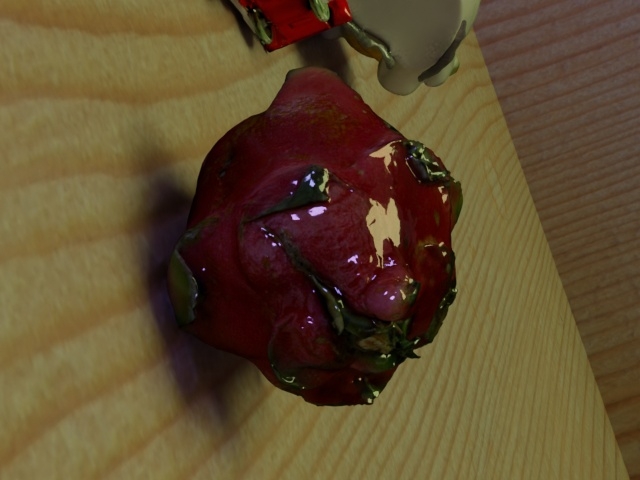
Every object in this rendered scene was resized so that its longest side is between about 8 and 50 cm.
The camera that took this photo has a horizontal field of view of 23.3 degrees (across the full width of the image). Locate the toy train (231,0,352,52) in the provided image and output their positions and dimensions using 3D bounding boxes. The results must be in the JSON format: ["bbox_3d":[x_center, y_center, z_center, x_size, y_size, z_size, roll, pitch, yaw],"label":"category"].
[{"bbox_3d":[-0.051,-0.244,1.242,0.204,0.082,0.131,45,27,-62],"label":"toy train"}]

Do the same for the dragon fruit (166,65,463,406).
[{"bbox_3d":[0.008,0.020,0.962,0.269,0.198,0.200,75,-8,-63],"label":"dragon fruit"}]

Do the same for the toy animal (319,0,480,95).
[{"bbox_3d":[0.071,-0.286,1.522,0.310,0.182,0.247,-76,178,-61],"label":"toy animal"}]
